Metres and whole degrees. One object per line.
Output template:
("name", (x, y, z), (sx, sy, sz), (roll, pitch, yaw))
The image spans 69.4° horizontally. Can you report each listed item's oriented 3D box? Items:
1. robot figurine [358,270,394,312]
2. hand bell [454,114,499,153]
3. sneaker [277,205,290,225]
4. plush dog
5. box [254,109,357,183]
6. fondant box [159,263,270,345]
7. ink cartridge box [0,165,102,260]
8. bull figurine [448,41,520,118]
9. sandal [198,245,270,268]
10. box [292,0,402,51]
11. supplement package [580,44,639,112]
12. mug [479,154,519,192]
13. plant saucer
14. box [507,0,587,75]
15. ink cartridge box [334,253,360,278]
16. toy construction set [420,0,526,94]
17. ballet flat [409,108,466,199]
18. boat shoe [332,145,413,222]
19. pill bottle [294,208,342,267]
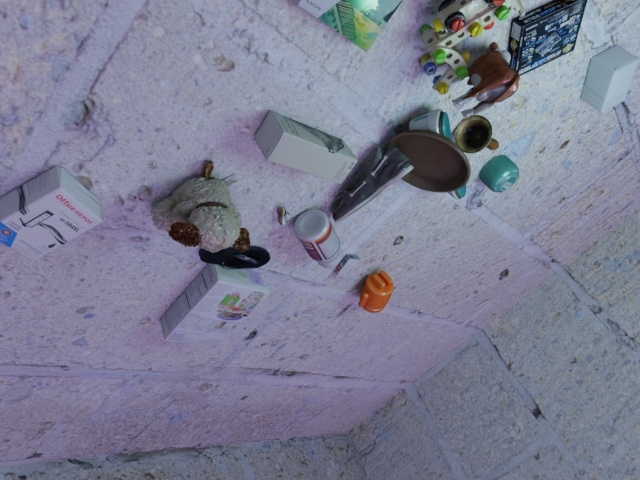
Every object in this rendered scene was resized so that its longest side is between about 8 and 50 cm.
("robot figurine", (0.246, 0.230, 2.022), (0.128, 0.158, 0.220), (19, 134, 3))
("hand bell", (0.568, -0.345, 1.598), (0.241, 0.126, 0.126), (1, 136, -53))
("sneaker", (-0.117, -0.085, 1.489), (0.036, 0.032, 0.083), (-29, 151, -24))
("plush dog", (-0.291, -0.064, 1.225), (0.262, 0.226, 0.211), (3, 133, -36))
("box", (-0.035, -0.252, 1.273), (0.275, 0.113, 0.094), (11, 128, -43))
("fondant box", (-0.374, 0.234, 1.639), (0.330, 0.096, 0.238), (-45, 141, 21))
("ink cartridge box", (-0.656, -0.062, 1.103), (0.203, 0.086, 0.148), (-29, 144, 1))
("bull figurine", (0.453, -0.446, 1.280), (0.188, 0.310, 0.101), (-32, 110, 25))
("sandal", (-0.280, 0.065, 1.531), (0.254, 0.055, 0.097), (6, 131, -38))
("box", (0.111, -0.603, 0.995), (0.232, 0.059, 0.322), (12, 128, -42))
("supplement package", (1.001, -0.559, 1.605), (0.105, 0.105, 0.179), (-28, 145, -2))
("mug", (0.707, -0.254, 1.777), (0.157, 0.097, 0.130), (-24, 143, -7))
("plant saucer", (0.334, -0.250, 1.441), (0.041, 0.277, 0.278), (-62, 150, -21))
("box", (0.665, -0.606, 1.367), (0.220, 0.051, 0.175), (-26, 144, -4))
("ink cartridge box", (0.103, 0.105, 1.860), (0.062, 0.029, 0.115), (7, 131, -40))
("toy construction set", (0.394, -0.544, 1.175), (0.327, 0.151, 0.215), (-39, 143, 14))
("ballet flat", (0.386, -0.276, 1.529), (0.139, 0.139, 0.400), (-33, 140, 5))
("boat shoe", (0.150, -0.179, 1.499), (0.335, 0.096, 0.112), (-36, 178, 34))
("pill bottle", (0.000, 0.000, 1.586), (0.121, 0.121, 0.221), (-30, 144, 1))
